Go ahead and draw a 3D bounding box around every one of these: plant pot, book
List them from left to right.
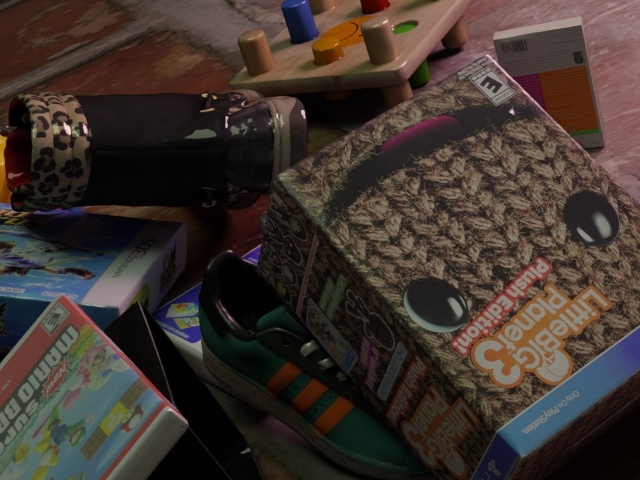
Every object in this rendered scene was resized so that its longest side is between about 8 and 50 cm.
[{"bbox_3d":[-0.150,0.195,1.190,0.167,0.188,0.187,-32,29,0],"label":"plant pot"},{"bbox_3d":[0.249,-0.165,1.624,0.096,0.144,0.035,-8,30,16],"label":"book"}]

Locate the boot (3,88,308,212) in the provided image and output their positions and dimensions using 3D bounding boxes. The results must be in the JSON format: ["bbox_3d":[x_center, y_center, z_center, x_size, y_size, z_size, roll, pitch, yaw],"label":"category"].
[{"bbox_3d":[-0.193,-0.093,1.599,0.284,0.138,0.377,-2,5,-19],"label":"boot"}]

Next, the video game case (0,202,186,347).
[{"bbox_3d":[-0.295,0.032,1.509,0.270,0.061,0.244,6,20,8],"label":"video game case"}]

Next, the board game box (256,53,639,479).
[{"bbox_3d":[0.131,0.035,1.194,0.232,0.141,0.291,-32,68,-25],"label":"board game box"}]

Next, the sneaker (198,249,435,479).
[{"bbox_3d":[0.009,0.102,1.271,0.302,0.121,0.108,23,50,30],"label":"sneaker"}]

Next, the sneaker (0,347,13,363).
[{"bbox_3d":[-0.310,0.151,1.447,0.085,0.086,0.237,-7,31,16],"label":"sneaker"}]

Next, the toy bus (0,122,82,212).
[{"bbox_3d":[-0.372,-0.051,1.709,0.211,0.149,0.220,23,7,42],"label":"toy bus"}]

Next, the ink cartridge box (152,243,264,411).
[{"bbox_3d":[-0.042,0.068,1.479,0.208,0.045,0.206,-35,31,-24],"label":"ink cartridge box"}]

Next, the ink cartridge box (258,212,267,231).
[{"bbox_3d":[0.000,0.000,1.472,0.089,0.052,0.122,-23,26,-9],"label":"ink cartridge box"}]

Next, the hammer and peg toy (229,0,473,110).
[{"bbox_3d":[0.062,-0.286,1.966,0.266,0.127,0.361,-2,32,31],"label":"hammer and peg toy"}]

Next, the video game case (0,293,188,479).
[{"bbox_3d":[-0.217,0.161,1.127,0.204,0.025,0.285,-51,29,-5],"label":"video game case"}]
